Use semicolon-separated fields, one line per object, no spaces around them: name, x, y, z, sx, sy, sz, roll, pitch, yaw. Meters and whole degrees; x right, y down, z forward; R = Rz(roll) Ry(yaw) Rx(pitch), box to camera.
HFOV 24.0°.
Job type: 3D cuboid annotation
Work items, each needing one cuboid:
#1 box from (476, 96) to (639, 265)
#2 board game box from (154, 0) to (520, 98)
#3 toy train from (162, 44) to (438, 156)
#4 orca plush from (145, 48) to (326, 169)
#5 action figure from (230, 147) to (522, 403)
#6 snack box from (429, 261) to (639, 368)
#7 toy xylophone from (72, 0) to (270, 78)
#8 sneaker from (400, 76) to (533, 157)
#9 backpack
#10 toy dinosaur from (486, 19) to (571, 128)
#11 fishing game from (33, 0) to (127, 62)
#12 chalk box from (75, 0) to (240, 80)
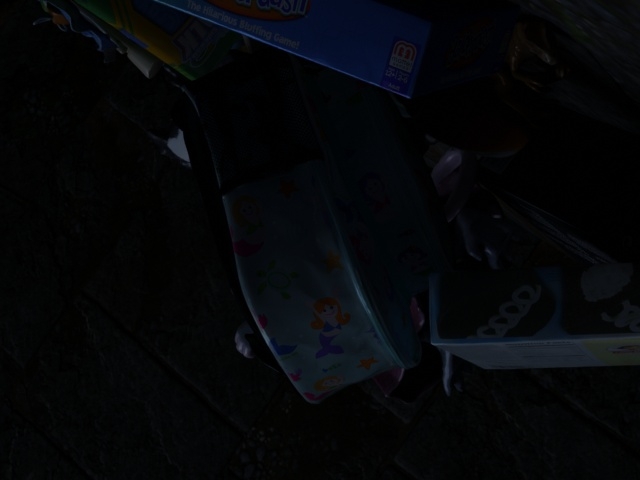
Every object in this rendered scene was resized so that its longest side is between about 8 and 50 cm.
box;0.277;-0.019;1.354;0.184;0.103;0.261;39;179;-25
board game box;-0.007;-0.146;0.880;0.210;0.047;0.160;22;-161;18
toy train;-0.012;-0.178;1.636;0.334;0.190;0.142;34;-179;-19
orca plush;-0.040;-0.124;1.430;0.151;0.102;0.287;48;148;-7
action figure;0.000;0.000;1.483;0.370;0.248;0.276;31;167;33
snack box;0.259;0.057;1.141;0.321;0.060;0.187;-3;169;17
toy xylophone;-0.174;-0.276;1.468;0.322;0.236;0.081;38;156;12
sneaker;0.118;-0.146;1.329;0.121;0.099;0.262;24;-163;-43
backpack;0.003;-0.007;1.197;0.225;0.191;0.254;60;-164;-58
toy dinosaur;0.131;-0.143;1.157;0.112;0.064;0.211;42;160;-25
fishing game;-0.248;-0.209;1.251;0.189;0.041;0.264;40;-176;7
chalk box;-0.144;-0.266;1.282;0.180;0.179;0.289;37;-178;30
